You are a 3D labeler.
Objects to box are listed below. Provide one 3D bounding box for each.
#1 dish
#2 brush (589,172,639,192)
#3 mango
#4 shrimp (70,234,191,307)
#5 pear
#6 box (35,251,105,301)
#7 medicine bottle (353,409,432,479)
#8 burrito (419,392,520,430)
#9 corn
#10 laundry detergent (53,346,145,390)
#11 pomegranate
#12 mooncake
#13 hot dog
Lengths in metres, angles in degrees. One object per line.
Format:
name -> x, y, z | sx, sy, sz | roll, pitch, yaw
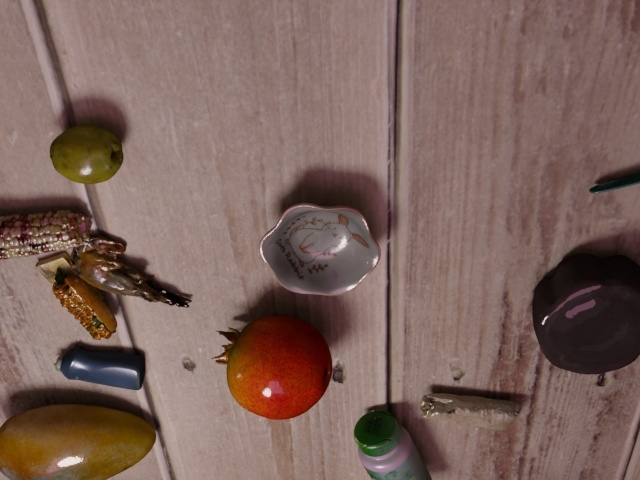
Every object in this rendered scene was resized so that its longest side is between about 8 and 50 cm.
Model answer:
dish -> 0.000, 0.000, 1.553 | 0.229, 0.081, 0.229 | 1, 128, 1
brush -> 0.564, -0.121, 1.425 | 0.193, 0.043, 0.032 | -14, 109, 19
mango -> -0.588, 0.493, 1.957 | 0.384, 0.199, 0.221 | -1, 125, -11
shrimp -> -0.379, 0.075, 1.659 | 0.262, 0.066, 0.117 | 20, 129, -14
pear -> -0.412, -0.151, 1.447 | 0.131, 0.107, 0.107 | -5, 130, 21
box -> -0.522, 0.090, 1.713 | 0.073, 0.020, 0.149 | -18, 127, 18
medicine bottle -> 0.172, 0.524, 1.949 | 0.133, 0.133, 0.274 | -13, 127, 16
burrito -> 0.333, 0.384, 1.861 | 0.226, 0.060, 0.087 | 9, 130, -3
corn -> -0.585, -0.007, 1.590 | 0.280, 0.092, 0.092 | -6, 130, 8
laundry detergent -> -0.504, 0.289, 1.857 | 0.206, 0.061, 0.097 | 8, 139, 0
pomegranate -> -0.104, 0.255, 1.696 | 0.256, 0.221, 0.221 | 20, 134, 20
mooncake -> 0.529, 0.140, 1.585 | 0.245, 0.133, 0.245 | 3, 131, 3
hot dog -> -0.490, 0.138, 1.701 | 0.072, 0.055, 0.188 | -19, 128, 21
